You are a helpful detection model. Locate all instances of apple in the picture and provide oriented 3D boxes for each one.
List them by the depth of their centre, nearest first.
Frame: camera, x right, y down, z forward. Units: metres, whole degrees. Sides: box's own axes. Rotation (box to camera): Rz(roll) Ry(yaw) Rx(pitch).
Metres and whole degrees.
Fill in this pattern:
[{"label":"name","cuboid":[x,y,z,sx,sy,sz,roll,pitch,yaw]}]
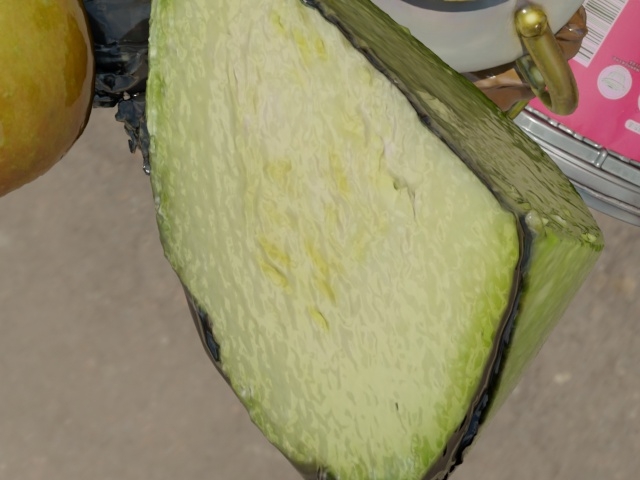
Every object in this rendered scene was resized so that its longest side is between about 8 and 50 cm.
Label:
[{"label":"apple","cuboid":[-0.237,-0.095,1.046,0.237,0.237,0.207,-40,93,29]}]

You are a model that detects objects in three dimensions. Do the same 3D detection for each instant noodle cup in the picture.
[{"label":"instant noodle cup","cuboid":[0.187,-0.146,1.276,0.258,0.302,0.181,46,114,41]}]

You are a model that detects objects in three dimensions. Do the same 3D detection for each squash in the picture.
[{"label":"squash","cuboid":[0.020,-0.009,0.632,0.192,0.085,0.184,51,146,30]}]

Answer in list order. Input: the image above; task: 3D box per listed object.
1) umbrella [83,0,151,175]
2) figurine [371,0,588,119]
[{"label":"umbrella","cuboid":[-0.090,-0.112,1.293,0.128,0.154,0.336,-1,142,42]},{"label":"figurine","cuboid":[0.051,-0.128,0.839,0.142,0.263,0.189,-25,86,-2]}]
